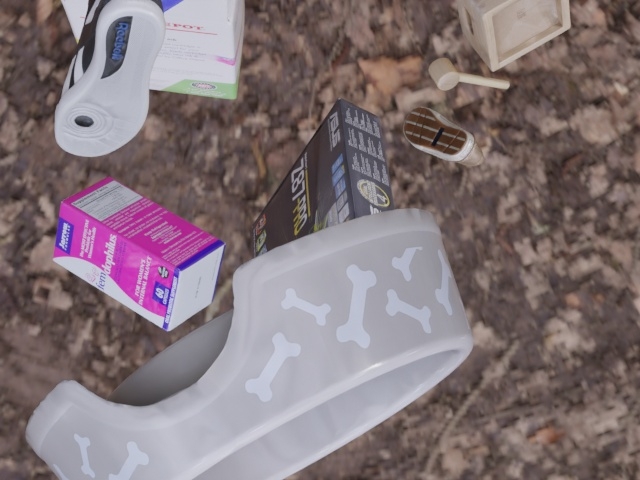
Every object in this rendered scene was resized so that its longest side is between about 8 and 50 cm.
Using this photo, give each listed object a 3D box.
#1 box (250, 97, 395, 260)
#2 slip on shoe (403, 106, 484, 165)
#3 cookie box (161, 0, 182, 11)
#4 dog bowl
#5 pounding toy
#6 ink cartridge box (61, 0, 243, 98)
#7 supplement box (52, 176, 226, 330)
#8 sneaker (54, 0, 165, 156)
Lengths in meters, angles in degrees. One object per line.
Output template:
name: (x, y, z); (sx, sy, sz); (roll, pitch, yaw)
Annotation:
box: (0.000, 0.000, 2.098); (0.097, 0.395, 0.318); (25, 122, -21)
slip on shoe: (0.150, -0.124, 1.560); (0.041, 0.135, 0.051); (29, 91, -36)
cookie box: (-0.163, -0.271, 1.245); (0.107, 0.040, 0.092); (-29, 118, 16)
dog bowl: (-0.040, 0.112, 0.963); (0.349, 0.349, 0.102); (-33, 74, 13)
pounding toy: (0.226, -0.289, 1.743); (0.206, 0.094, 0.181); (-30, 149, -3)
ink cartridge box: (-0.200, -0.296, 1.594); (0.207, 0.353, 0.119); (7, 77, -2)
supplement box: (-0.263, 0.016, 1.852); (0.220, 0.114, 0.111); (29, 126, 21)
sneaker: (-0.190, -0.182, 1.197); (0.079, 0.121, 0.217); (13, 142, -21)
